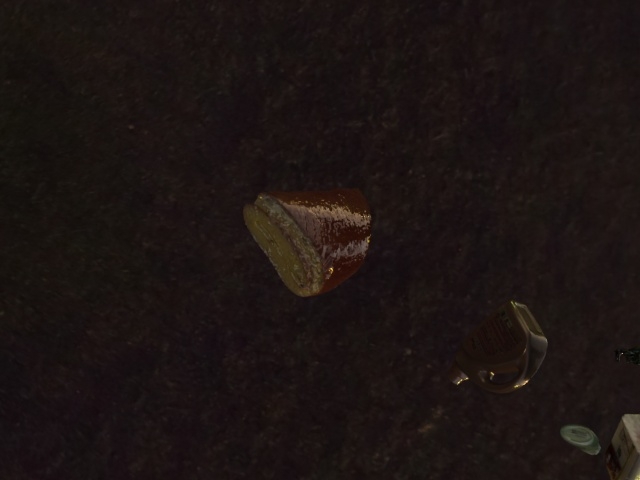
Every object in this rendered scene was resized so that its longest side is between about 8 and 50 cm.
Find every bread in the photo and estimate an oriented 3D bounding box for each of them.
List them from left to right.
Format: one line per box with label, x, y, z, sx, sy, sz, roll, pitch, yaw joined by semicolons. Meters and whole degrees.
bread;0.001;0.000;0.750;0.192;0.067;0.119;-12;91;-53

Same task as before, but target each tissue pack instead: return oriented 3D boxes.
tissue pack;0.639;0.420;1.323;0.106;0.099;0.148;-2;131;-1

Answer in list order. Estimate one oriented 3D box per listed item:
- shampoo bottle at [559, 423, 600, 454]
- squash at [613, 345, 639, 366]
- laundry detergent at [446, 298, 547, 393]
shampoo bottle;0.557;0.423;1.417;0.191;0.069;0.041;38;58;-53
squash;0.840;0.272;1.509;0.087;0.332;0.087;-1;90;-68
laundry detergent;0.375;0.258;1.449;0.076;0.171;0.237;23;121;-31
